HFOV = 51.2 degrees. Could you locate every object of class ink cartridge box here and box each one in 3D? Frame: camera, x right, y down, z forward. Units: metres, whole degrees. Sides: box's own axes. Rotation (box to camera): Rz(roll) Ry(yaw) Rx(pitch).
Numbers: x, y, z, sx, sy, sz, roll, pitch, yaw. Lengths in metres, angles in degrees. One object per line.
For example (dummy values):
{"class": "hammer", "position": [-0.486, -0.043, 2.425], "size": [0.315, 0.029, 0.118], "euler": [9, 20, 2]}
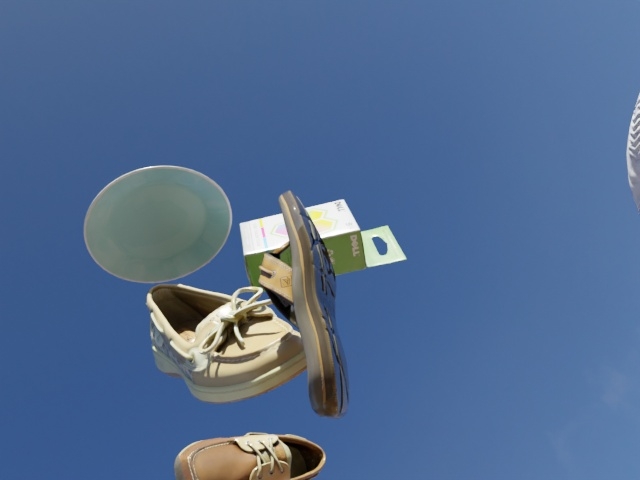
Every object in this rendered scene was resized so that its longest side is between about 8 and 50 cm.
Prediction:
{"class": "ink cartridge box", "position": [0.000, 0.000, 0.905], "size": [0.209, 0.109, 0.062], "euler": [-12, -64, -4]}

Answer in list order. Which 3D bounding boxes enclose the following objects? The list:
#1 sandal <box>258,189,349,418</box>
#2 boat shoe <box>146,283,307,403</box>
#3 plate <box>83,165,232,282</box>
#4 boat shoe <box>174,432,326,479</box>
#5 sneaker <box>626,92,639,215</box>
{"class": "sandal", "position": [-0.020, 0.048, 0.566], "size": [0.060, 0.219, 0.090], "euler": [-16, -32, 9]}
{"class": "boat shoe", "position": [-0.111, 0.096, 0.685], "size": [0.105, 0.285, 0.089], "euler": [-26, -76, -36]}
{"class": "plate", "position": [-0.209, -0.022, 0.866], "size": [0.188, 0.024, 0.188], "euler": [-13, -47, -15]}
{"class": "boat shoe", "position": [-0.107, 0.379, 1.144], "size": [0.120, 0.122, 0.324], "euler": [-35, -28, 21]}
{"class": "sneaker", "position": [0.311, -0.009, 0.475], "size": [0.153, 0.101, 0.268], "euler": [-13, -96, -46]}
